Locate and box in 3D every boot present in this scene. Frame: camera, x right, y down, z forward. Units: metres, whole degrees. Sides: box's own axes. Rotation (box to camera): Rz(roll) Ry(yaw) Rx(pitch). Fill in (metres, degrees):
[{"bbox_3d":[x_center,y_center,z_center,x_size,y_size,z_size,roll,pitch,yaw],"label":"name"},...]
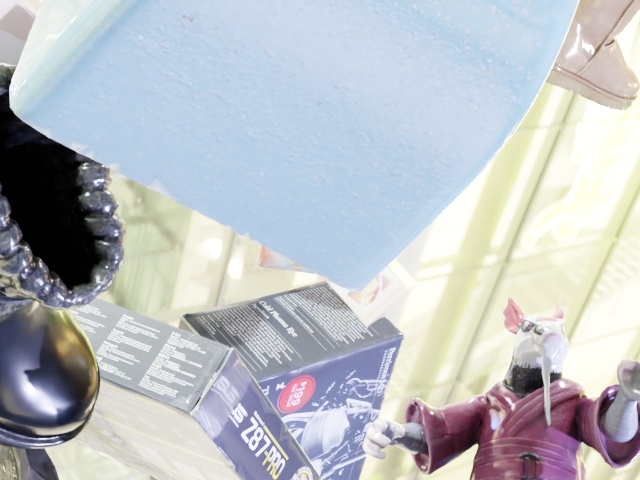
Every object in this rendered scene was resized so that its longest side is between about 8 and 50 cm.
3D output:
[{"bbox_3d":[-0.227,0.036,0.855,0.260,0.348,0.131,-7,-139,37],"label":"boot"},{"bbox_3d":[0.374,-0.291,1.303,0.236,0.269,0.089,5,-144,-48],"label":"boot"}]

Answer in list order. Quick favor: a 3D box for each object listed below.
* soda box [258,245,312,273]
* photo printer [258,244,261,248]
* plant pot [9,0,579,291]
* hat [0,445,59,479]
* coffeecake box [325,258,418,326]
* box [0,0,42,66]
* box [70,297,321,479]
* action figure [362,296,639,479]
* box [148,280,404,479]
[{"bbox_3d":[0.000,0.000,1.039,0.063,0.058,0.183,7,-179,14],"label":"soda box"},{"bbox_3d":[-0.039,-0.146,1.768,0.107,0.256,0.308,1,-125,27],"label":"photo printer"},{"bbox_3d":[0.014,-0.167,0.632,0.247,0.252,0.248,28,-134,-26],"label":"plant pot"},{"bbox_3d":[-0.360,0.253,1.147,0.331,0.331,0.134,40,-160,33],"label":"hat"},{"bbox_3d":[0.025,0.006,1.303,0.185,0.068,0.142,48,-172,6],"label":"coffeecake box"},{"bbox_3d":[-0.401,-0.260,1.435,0.311,0.121,0.148,47,-171,-43],"label":"box"},{"bbox_3d":[-0.223,0.189,1.323,0.395,0.318,0.097,15,-118,31],"label":"box"},{"bbox_3d":[0.191,0.223,0.953,0.248,0.276,0.370,-2,-122,28],"label":"action figure"},{"bbox_3d":[-0.072,0.266,1.752,0.312,0.343,0.179,-14,-139,-38],"label":"box"}]
